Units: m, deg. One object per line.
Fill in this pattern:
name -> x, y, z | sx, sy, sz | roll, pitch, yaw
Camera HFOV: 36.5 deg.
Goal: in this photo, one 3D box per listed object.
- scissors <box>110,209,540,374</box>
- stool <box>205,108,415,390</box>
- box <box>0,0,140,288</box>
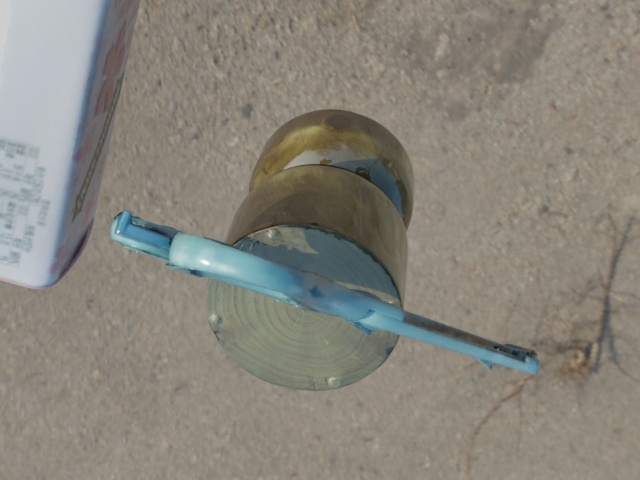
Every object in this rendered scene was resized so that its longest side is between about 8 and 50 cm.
scissors -> 0.021, 0.052, 0.755 | 0.393, 0.180, 0.032 | 20, 87, -29
stool -> 0.000, 0.000, 0.959 | 0.179, 0.264, 0.179 | 3, 119, 6
box -> -0.251, -0.153, 0.945 | 0.112, 0.190, 0.369 | 17, 120, -7
